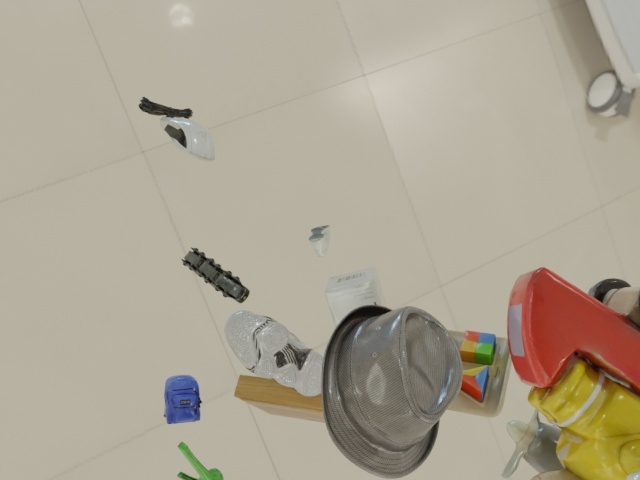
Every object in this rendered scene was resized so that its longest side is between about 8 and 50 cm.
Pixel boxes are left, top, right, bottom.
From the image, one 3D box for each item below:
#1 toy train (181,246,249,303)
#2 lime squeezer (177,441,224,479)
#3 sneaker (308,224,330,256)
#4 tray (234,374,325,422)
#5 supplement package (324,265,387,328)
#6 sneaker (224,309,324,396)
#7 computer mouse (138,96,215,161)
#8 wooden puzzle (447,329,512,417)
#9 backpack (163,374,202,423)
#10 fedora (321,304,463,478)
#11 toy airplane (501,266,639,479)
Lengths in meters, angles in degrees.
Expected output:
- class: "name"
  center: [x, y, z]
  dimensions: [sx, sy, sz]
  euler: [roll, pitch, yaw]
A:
- class: "toy train"
  center: [-0.121, 0.039, 0.733]
  dimensions: [0.036, 0.158, 0.027]
  euler: [42, 80, -32]
- class: "lime squeezer"
  center: [-0.257, 0.501, 1.339]
  dimensions: [0.110, 0.310, 0.058]
  euler: [22, 59, 0]
- class: "sneaker"
  center: [0.000, 0.000, 1.770]
  dimensions: [0.054, 0.152, 0.061]
  euler: [-11, 109, 14]
- class: "tray"
  center: [-0.025, 0.472, 1.848]
  dimensions: [0.203, 0.411, 0.076]
  euler: [46, 52, -50]
- class: "supplement package"
  center: [0.086, 0.160, 1.306]
  dimensions: [0.105, 0.105, 0.179]
  euler: [-16, 100, 9]
- class: "sneaker"
  center: [-0.143, 0.273, 1.666]
  dimensions: [0.366, 0.210, 0.137]
  euler: [40, 79, -37]
- class: "computer mouse"
  center: [-0.225, -0.189, 1.061]
  dimensions: [0.106, 0.193, 0.042]
  euler: [13, 112, -45]
- class: "wooden puzzle"
  center: [0.397, 0.373, 1.941]
  dimensions: [0.322, 0.348, 0.080]
  euler: [-57, 140, -48]
- class: "backpack"
  center: [-0.361, 0.419, 1.692]
  dimensions: [0.098, 0.101, 0.120]
  euler: [-1, 90, -24]
- class: "fedora"
  center: [0.129, 0.208, 0.974]
  dimensions: [0.244, 0.124, 0.275]
  euler: [38, 44, -16]
- class: "toy airplane"
  center: [0.335, 0.249, 0.657]
  dimensions: [0.272, 0.384, 0.386]
  euler: [-32, 130, -6]
